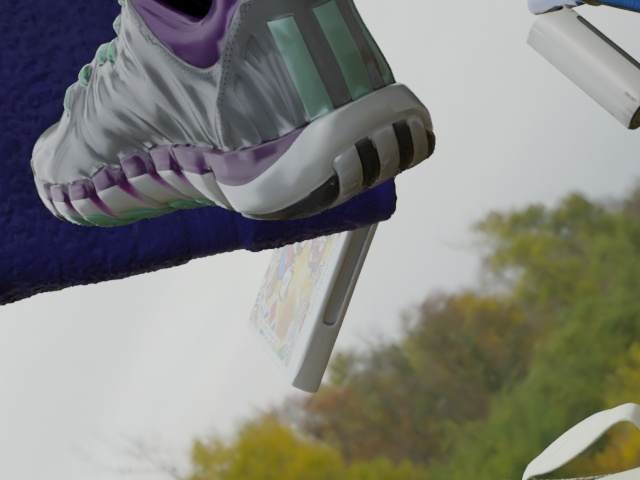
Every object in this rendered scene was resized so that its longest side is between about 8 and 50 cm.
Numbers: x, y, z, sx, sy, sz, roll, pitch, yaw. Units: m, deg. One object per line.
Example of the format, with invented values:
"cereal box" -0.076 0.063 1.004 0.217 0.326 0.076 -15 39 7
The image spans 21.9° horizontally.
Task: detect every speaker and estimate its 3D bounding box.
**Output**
"speaker" 0.259 -0.166 1.557 0.055 0.136 0.055 -38 -23 -20

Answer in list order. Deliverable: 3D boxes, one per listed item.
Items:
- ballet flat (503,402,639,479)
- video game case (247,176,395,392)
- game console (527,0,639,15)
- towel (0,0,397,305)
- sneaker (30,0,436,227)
"ballet flat" 0.343 0.231 1.550 0.483 0.182 0.164 -20 8 32
"video game case" 0.000 0.000 1.341 0.227 0.026 0.206 -141 70 -76
"game console" 0.275 -0.284 1.142 0.173 0.250 0.293 9 -82 -67
"towel" -0.117 -0.091 1.099 0.308 0.227 0.076 -13 1 -18
"sneaker" -0.047 -0.063 0.578 0.083 0.098 0.224 -29 16 -32
